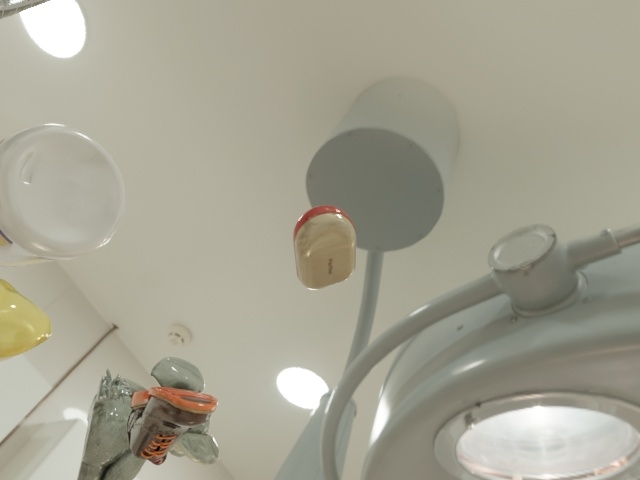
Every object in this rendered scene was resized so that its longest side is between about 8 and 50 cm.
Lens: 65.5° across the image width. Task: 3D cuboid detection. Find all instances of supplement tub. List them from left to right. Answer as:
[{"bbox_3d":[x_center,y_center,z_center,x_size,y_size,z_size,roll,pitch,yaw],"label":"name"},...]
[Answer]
[{"bbox_3d":[-0.565,-0.072,0.959,0.331,0.241,0.241,-6,-60,36],"label":"supplement tub"}]

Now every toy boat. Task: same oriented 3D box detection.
[{"bbox_3d":[0.000,0.000,1.198,0.151,0.151,0.231,-16,-39,-11],"label":"toy boat"}]

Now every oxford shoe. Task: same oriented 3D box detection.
[{"bbox_3d":[-0.224,0.274,0.737,0.097,0.098,0.271,19,-27,-24],"label":"oxford shoe"}]

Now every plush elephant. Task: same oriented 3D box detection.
[{"bbox_3d":[-0.357,0.400,1.059,0.255,0.272,0.330,13,-55,-23],"label":"plush elephant"}]

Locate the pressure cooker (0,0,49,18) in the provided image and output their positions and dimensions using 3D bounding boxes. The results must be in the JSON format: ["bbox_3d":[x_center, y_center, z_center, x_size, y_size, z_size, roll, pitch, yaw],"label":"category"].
[{"bbox_3d":[-0.577,-0.586,0.810,0.370,0.420,0.375,38,-32,28],"label":"pressure cooker"}]

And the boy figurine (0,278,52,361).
[{"bbox_3d":[-0.389,0.094,0.421,0.092,0.285,0.177,34,-53,34],"label":"boy figurine"}]
